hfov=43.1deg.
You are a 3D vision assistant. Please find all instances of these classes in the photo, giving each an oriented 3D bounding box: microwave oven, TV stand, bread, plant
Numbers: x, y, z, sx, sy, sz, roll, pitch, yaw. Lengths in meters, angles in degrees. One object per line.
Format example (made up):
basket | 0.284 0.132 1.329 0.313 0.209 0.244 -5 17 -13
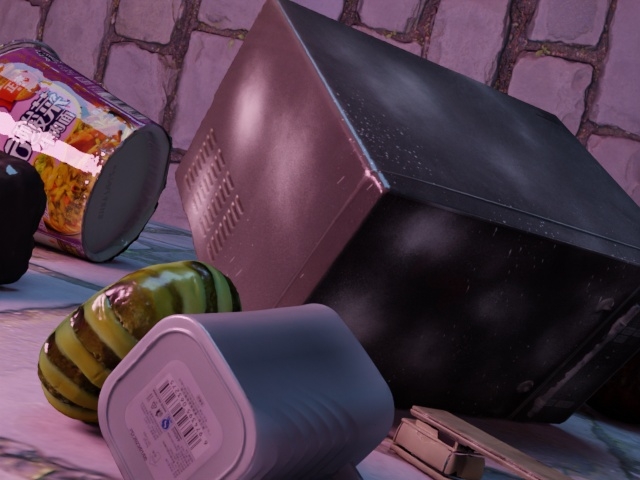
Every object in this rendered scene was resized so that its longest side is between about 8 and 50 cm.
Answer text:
microwave oven | 0.110 -0.021 0.850 0.432 0.236 0.374 14 36 -34
TV stand | 0.134 0.166 0.529 0.036 0.042 0.249 19 -1 -31
bread | -0.106 0.067 0.507 0.139 0.071 0.130 -40 -22 34
plant | -0.392 -0.029 0.865 0.164 0.141 0.256 15 13 9

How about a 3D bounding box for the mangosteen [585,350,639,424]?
mangosteen | 0.436 0.119 1.086 0.215 0.257 0.215 8 29 -5

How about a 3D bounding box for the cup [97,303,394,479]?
cup | -0.028 0.102 0.426 0.129 0.095 0.128 6 44 -57

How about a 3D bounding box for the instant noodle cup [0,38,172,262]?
instant noodle cup | -0.422 -0.123 1.337 0.266 0.340 0.340 27 4 11
